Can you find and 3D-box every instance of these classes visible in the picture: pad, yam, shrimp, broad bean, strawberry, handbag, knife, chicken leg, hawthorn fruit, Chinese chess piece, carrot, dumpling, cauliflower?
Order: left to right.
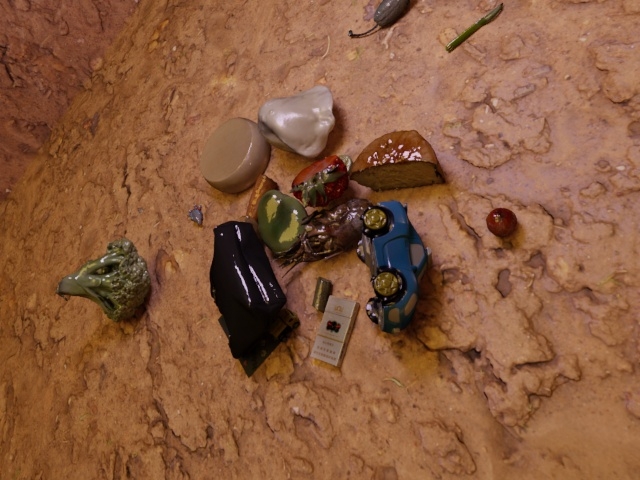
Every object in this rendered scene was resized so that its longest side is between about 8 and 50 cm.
[{"bbox_3d":[-0.747,0.135,1.825,0.260,0.280,0.327,-122,51,-72],"label":"cauliflower"},{"bbox_3d":[-0.295,-0.294,1.776,0.273,0.102,0.274,-16,61,30],"label":"Chinese chess piece"},{"bbox_3d":[-0.225,0.154,1.448,0.342,0.152,0.288,62,139,35],"label":"handbag"},{"bbox_3d":[-0.207,0.255,1.512,0.170,0.006,0.245,-48,48,9],"label":"pad"},{"bbox_3d":[-0.209,0.026,1.574,0.085,0.101,0.208,-23,77,33],"label":"chicken leg"},{"bbox_3d":[-0.200,-0.109,1.646,0.072,0.072,0.205,22,92,42],"label":"carrot"},{"bbox_3d":[-0.116,-0.051,1.525,0.228,0.100,0.169,41,104,40],"label":"broad bean"},{"bbox_3d":[-0.077,-0.394,1.591,0.243,0.187,0.318,-50,45,12],"label":"dumpling"},{"bbox_3d":[-0.003,-0.160,1.434,0.174,0.098,0.228,-31,18,2],"label":"strawberry"},{"bbox_3d":[0.003,0.000,1.392,0.343,0.116,0.145,-33,40,21],"label":"shrimp"},{"bbox_3d":[0.003,0.146,1.372,0.043,0.043,0.094,1,71,39],"label":"yam"},{"bbox_3d":[0.419,-0.579,1.400,0.184,0.022,0.026,-36,25,20],"label":"knife"},{"bbox_3d":[0.393,-0.048,1.116,0.066,0.103,0.067,-6,69,15],"label":"hawthorn fruit"}]

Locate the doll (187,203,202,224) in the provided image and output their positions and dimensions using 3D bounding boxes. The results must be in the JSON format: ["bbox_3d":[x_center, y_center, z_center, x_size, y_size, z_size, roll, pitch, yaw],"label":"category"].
[{"bbox_3d":[-0.445,-0.092,1.841,0.057,0.039,0.114,-16,37,-18],"label":"doll"}]

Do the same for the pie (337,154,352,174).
[{"bbox_3d":[0.056,-0.216,1.517,0.085,0.017,0.085,-15,63,33],"label":"pie"}]

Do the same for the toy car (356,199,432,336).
[{"bbox_3d":[0.177,0.063,1.195,0.165,0.198,0.315,-7,63,1],"label":"toy car"}]

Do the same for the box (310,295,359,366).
[{"bbox_3d":[0.037,0.230,1.317,0.090,0.024,0.167,9,76,41],"label":"box"}]

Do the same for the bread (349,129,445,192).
[{"bbox_3d":[0.202,-0.212,1.329,0.260,0.129,0.134,1,69,37],"label":"bread"}]

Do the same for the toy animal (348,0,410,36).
[{"bbox_3d":[0.187,-0.706,1.625,0.252,0.070,0.079,-30,18,39],"label":"toy animal"}]

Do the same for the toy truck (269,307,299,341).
[{"bbox_3d":[-0.099,0.227,1.402,0.083,0.054,0.049,-48,49,-1],"label":"toy truck"}]
